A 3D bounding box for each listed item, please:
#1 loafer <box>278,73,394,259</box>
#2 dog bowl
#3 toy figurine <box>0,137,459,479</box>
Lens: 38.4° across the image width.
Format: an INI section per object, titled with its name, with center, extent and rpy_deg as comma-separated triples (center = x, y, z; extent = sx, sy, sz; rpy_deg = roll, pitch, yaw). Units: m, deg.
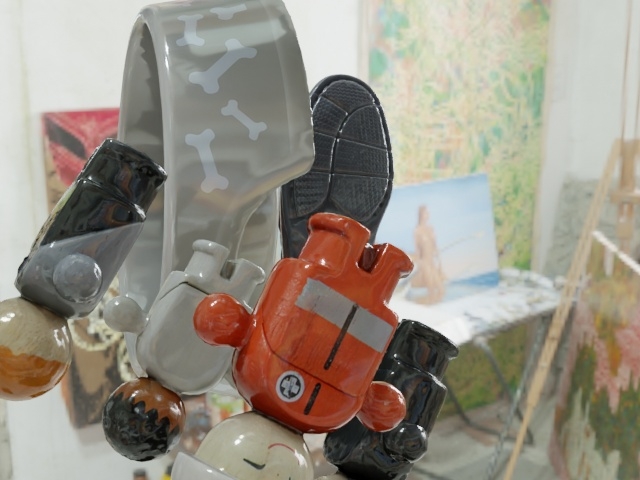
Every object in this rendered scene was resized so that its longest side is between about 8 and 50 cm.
[loafer]
center = 0.000, 0.000, 0.833
extent = 0.109, 0.302, 0.095
rpy_deg = 9, -18, -24
[dog bowl]
center = -0.105, -0.038, 0.772
extent = 0.102, 0.349, 0.349
rpy_deg = 0, 14, -20
[toy figurine]
center = -0.050, 0.068, 0.464
extent = 0.209, 0.148, 0.213
rpy_deg = 20, -15, 23
